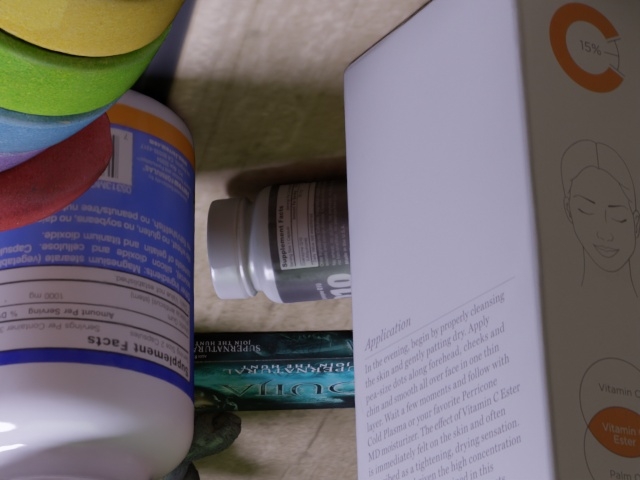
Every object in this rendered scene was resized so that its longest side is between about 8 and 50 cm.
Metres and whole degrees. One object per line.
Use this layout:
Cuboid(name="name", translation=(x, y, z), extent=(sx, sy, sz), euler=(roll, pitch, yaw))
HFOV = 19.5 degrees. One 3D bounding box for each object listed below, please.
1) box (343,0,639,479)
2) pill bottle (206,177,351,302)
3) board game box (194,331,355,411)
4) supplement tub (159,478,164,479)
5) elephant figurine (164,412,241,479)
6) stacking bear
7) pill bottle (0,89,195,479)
Cuboid(name="box", translation=(0.147, 0.050, 0.983), extent=(0.215, 0.345, 0.168), euler=(13, 153, -29))
Cuboid(name="pill bottle", translation=(0.000, 0.000, 1.194), extent=(0.137, 0.078, 0.078), euler=(-5, 156, 9))
Cuboid(name="board game box", translation=(-0.021, 0.107, 1.507), extent=(0.186, 0.026, 0.126), euler=(-1, 156, -2))
Cuboid(name="supplement tub", translation=(-0.299, 0.211, 1.460), extent=(0.331, 0.241, 0.241), euler=(-3, 157, 2))
Cuboid(name="elephant figurine", translation=(-0.179, 0.248, 1.689), extent=(0.239, 0.169, 0.186), euler=(-15, -173, -8))
Cuboid(name="stacking bear", translation=(-0.112, -0.138, 0.770), extent=(0.175, 0.164, 0.289), euler=(48, 130, -1))
Cuboid(name="pill bottle", translation=(-0.148, 0.058, 1.075), extent=(0.152, 0.272, 0.152), euler=(-1, 157, 0))
